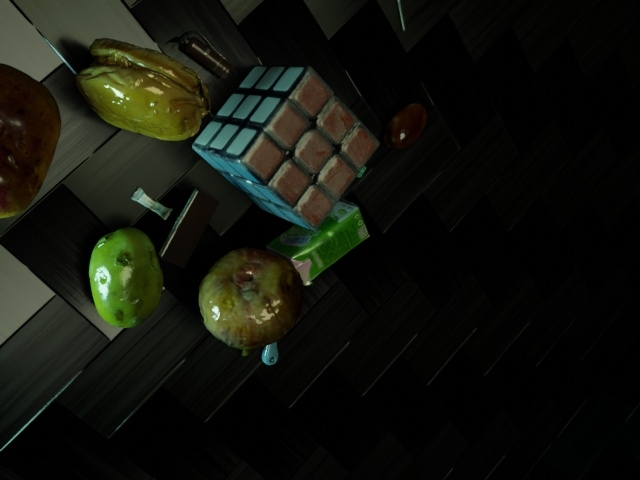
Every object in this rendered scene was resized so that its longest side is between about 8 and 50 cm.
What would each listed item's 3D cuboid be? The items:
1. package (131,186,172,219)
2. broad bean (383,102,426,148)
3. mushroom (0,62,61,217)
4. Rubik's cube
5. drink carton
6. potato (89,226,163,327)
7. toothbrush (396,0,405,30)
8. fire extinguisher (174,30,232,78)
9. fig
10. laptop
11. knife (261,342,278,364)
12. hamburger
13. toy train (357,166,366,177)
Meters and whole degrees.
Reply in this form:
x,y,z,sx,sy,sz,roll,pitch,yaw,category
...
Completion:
x,y,z,sx,sy,sz,roll,pitch,yaw,category
-0.436,-0.095,1.816,0.110,0.015,0.037,36,88,-33,package
0.265,-0.350,2.151,0.165,0.084,0.114,-39,137,-25,broad bean
-0.738,-0.211,1.504,0.346,0.260,0.345,9,71,-28,mushroom
-0.091,-0.248,1.821,0.305,0.301,0.303,44,78,-32,Rubik's cube
0.000,0.000,2.028,0.271,0.161,0.108,-37,120,-19,drink carton
-0.488,0.092,1.760,0.186,0.149,0.253,5,94,-58,potato
0.233,-0.702,2.070,0.011,0.014,0.167,-30,118,-32,toothbrush
-0.295,-0.480,1.785,0.157,0.045,0.078,31,58,-33,fire extinguisher
-0.200,0.201,1.945,0.286,0.286,0.368,-22,150,-26,fig
-0.345,-0.032,1.833,0.207,0.026,0.154,-63,163,-4,laptop
-0.138,0.254,2.099,0.058,0.032,0.244,4,97,-31,knife
-0.396,-0.336,1.594,0.319,0.319,0.158,20,80,-35,hamburger
0.098,-0.225,2.110,0.092,0.029,0.045,39,74,-32,toy train
